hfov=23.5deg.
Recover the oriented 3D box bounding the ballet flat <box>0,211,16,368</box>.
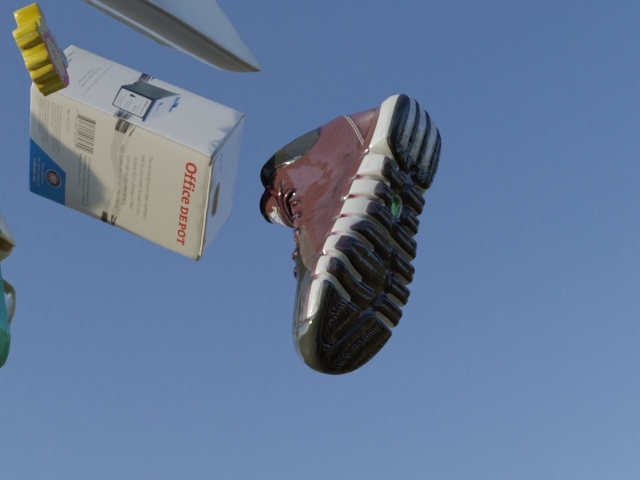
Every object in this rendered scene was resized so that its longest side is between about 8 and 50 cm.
[{"bbox_3d":[-0.336,0.024,1.486,0.083,0.247,0.087,-27,-36,28],"label":"ballet flat"}]

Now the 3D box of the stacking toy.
[{"bbox_3d":[-0.253,-0.134,1.043,0.167,0.221,0.052,-22,-57,5],"label":"stacking toy"}]

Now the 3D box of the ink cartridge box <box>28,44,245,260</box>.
[{"bbox_3d":[-0.178,-0.083,1.472,0.191,0.082,0.139,21,-46,10],"label":"ink cartridge box"}]

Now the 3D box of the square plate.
[{"bbox_3d":[-0.253,-0.323,1.644,0.347,0.344,0.049,26,-69,-44],"label":"square plate"}]

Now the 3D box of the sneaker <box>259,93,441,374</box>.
[{"bbox_3d":[0.000,0.000,1.376,0.163,0.281,0.106,-6,-41,38],"label":"sneaker"}]
